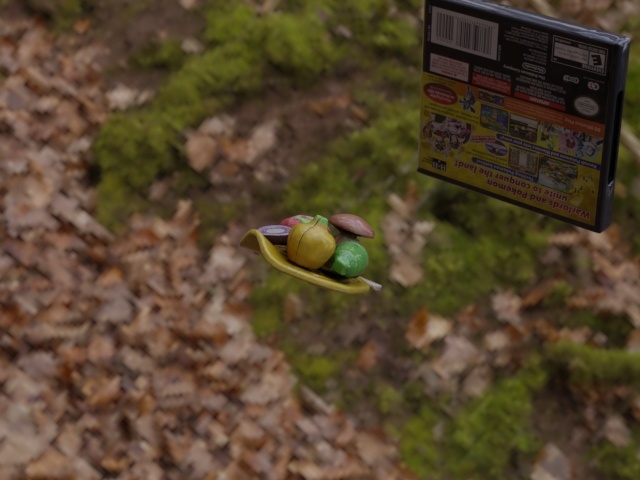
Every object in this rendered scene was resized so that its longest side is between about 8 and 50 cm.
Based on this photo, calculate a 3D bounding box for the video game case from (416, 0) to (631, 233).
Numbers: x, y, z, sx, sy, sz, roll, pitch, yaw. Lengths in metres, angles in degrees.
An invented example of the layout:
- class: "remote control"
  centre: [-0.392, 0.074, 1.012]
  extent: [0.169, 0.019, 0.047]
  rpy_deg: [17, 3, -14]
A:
- class: "video game case"
  centre: [0.242, -0.162, 1.883]
  extent: [0.275, 0.248, 0.035]
  rpy_deg: [21, 35, 33]

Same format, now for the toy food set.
- class: "toy food set"
  centre: [0.000, 0.000, 1.569]
  extent: [0.128, 0.071, 0.218]
  rpy_deg: [23, 5, 13]
